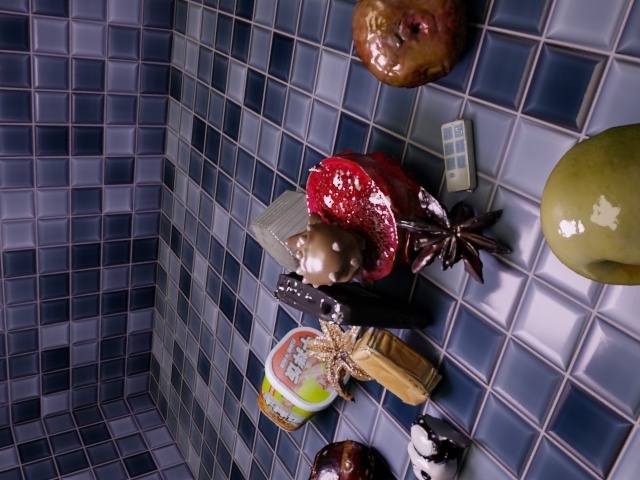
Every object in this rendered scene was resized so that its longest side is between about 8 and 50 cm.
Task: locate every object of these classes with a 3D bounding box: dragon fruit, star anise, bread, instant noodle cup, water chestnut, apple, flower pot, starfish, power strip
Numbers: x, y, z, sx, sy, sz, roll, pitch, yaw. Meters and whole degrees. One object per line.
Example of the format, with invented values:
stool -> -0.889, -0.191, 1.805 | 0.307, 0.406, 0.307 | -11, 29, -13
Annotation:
dragon fruit -> 0.144, -0.089, 1.612 | 0.386, 0.249, 0.371 | -27, 89, 58
star anise -> 0.323, -0.015, 1.406 | 0.282, 0.129, 0.212 | 10, 80, 12
bread -> 0.211, 0.349, 1.620 | 0.241, 0.107, 0.136 | 37, 144, 3
instant noodle cup -> -0.078, 0.502, 2.011 | 0.294, 0.294, 0.308 | 62, 148, 28
water chestnut -> 0.098, 0.783, 1.839 | 0.300, 0.300, 0.300 | 13, 106, 54
apple -> 0.537, -0.060, 1.003 | 0.292, 0.292, 0.254 | -25, 52, 54
flower pot -> -0.093, -0.032, 1.940 | 0.239, 0.189, 0.209 | 16, 145, 52
starfish -> 0.082, 0.347, 1.805 | 0.303, 0.113, 0.312 | 37, 128, 22
power strip -> 0.352, -0.214, 1.463 | 0.081, 0.035, 0.192 | -3, 92, 56

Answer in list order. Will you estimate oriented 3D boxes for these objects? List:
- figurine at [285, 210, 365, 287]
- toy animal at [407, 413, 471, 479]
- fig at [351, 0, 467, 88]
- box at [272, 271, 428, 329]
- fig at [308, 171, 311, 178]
figurine -> -0.003, 0.028, 1.506 | 0.247, 0.173, 0.177 | 38, 115, 34
toy animal -> 0.313, 0.580, 1.563 | 0.166, 0.138, 0.179 | -134, 52, -63
fig -> 0.217, -0.559, 1.485 | 0.369, 0.286, 0.286 | -94, 16, -61
box -> 0.082, 0.176, 1.647 | 0.359, 0.350, 0.091 | 18, 96, 52
fig -> 0.039, -0.180, 1.854 | 0.165, 0.154, 0.144 | -3, 77, 25
